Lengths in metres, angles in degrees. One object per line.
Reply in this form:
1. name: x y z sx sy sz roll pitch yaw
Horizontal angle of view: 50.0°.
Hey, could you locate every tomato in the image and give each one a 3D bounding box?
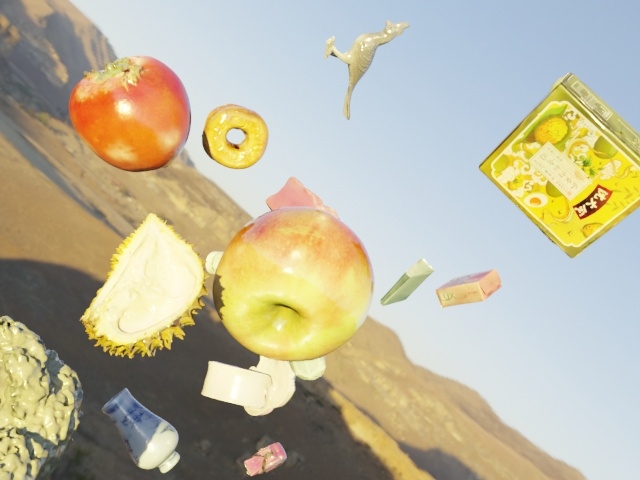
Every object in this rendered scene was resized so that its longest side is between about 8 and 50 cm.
1. tomato: -0.498 -0.333 1.851 0.321 0.321 0.321 42 -5 4

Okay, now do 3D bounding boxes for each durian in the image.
1. durian: -0.270 0.097 1.098 0.183 0.249 0.138 16 -43 2

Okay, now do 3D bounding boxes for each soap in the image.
1. soap: 0.000 0.000 2.052 0.233 0.128 0.359 44 -9 40

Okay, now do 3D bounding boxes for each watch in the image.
1. watch: -0.220 0.418 2.059 0.231 0.196 0.244 24 -17 -37

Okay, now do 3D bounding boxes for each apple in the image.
1. apple: -0.050 0.080 1.387 0.319 0.319 0.277 45 30 -24

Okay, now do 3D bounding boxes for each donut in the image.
1. donut: -0.281 -0.344 2.285 0.226 0.226 0.114 44 -2 -21

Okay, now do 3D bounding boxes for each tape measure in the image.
1. tape measure: -0.176 0.715 2.249 0.074 0.118 0.125 58 12 20

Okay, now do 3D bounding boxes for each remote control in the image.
1. remote control: -0.054 0.274 1.901 0.052 0.104 0.247 -131 -157 -74

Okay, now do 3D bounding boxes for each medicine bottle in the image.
1. medicine bottle: -0.307 0.084 2.390 0.183 0.086 0.086 3 -30 37

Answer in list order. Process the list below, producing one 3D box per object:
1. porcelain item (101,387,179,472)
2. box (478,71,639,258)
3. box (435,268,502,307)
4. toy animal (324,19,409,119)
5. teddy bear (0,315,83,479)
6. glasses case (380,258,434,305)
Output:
1. porcelain item: -0.506 0.546 1.951 0.259 0.141 0.141 51 -6 -8
2. box: 0.738 -0.213 2.016 0.420 0.138 0.373 47 -48 8
3. box: 0.404 0.130 1.865 0.156 0.111 0.060 -15 -84 43
4. toy animal: 0.104 -0.581 2.201 0.206 0.367 0.081 25 26 -20
5. teddy bear: -0.534 0.338 1.135 0.225 0.357 0.367 13 7 -5
6. glasses case: 0.292 0.147 2.395 0.266 0.105 0.056 120 -47 -59
